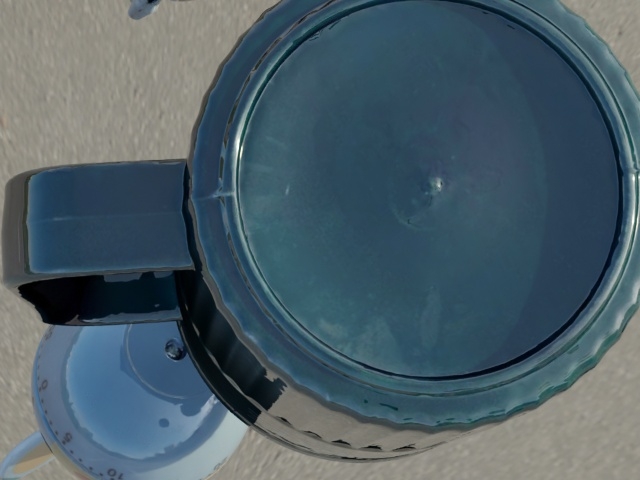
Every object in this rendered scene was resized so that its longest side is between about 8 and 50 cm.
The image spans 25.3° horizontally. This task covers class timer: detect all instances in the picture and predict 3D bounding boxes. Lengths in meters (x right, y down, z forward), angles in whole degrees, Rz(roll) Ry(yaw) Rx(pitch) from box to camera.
[{"bbox_3d":[-0.139,0.139,1.035,0.175,0.255,0.175,14,36,-11],"label":"timer"}]

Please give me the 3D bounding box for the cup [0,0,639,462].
[{"bbox_3d":[0.011,-0.015,0.782,0.308,0.292,0.242,26,79,-1],"label":"cup"}]

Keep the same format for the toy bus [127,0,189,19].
[{"bbox_3d":[-0.069,-0.298,1.065,0.197,0.294,0.232,20,75,-27],"label":"toy bus"}]
